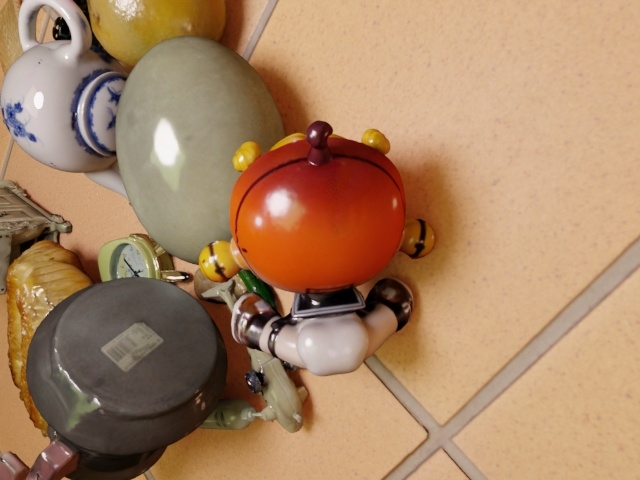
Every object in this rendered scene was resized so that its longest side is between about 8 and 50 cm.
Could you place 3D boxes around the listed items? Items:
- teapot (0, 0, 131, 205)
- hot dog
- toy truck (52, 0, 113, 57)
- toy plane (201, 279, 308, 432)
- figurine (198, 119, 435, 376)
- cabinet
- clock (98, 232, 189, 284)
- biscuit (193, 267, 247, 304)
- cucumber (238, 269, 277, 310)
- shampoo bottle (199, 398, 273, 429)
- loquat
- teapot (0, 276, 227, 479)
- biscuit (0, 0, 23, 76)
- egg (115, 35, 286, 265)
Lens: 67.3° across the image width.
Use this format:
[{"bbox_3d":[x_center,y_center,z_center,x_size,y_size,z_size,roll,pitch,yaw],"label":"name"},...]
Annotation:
[{"bbox_3d":[-0.452,-0.254,0.934,0.280,0.252,0.423,14,132,18],"label":"teapot"},{"bbox_3d":[-0.603,0.193,1.105,0.367,0.196,0.365,33,124,36],"label":"hot dog"},{"bbox_3d":[-0.450,-0.510,0.986,0.257,0.127,0.127,-49,53,27],"label":"toy truck"},{"bbox_3d":[-0.108,0.197,0.828,0.286,0.092,0.108,61,151,5],"label":"toy plane"},{"bbox_3d":[0.001,0.003,0.614,0.321,0.196,0.322,-9,111,-6],"label":"figurine"},{"bbox_3d":[-0.858,0.003,1.214,0.318,0.290,0.227,27,110,29],"label":"cabinet"},{"bbox_3d":[-0.373,0.067,1.014,0.232,0.069,0.169,-18,83,34],"label":"clock"},{"bbox_3d":[-0.194,0.086,0.920,0.147,0.018,0.071,1,93,36],"label":"biscuit"},{"bbox_3d":[-0.114,0.080,0.852,0.039,0.039,0.167,-49,65,28],"label":"cucumber"},{"bbox_3d":[-0.163,0.318,0.881,0.195,0.056,0.056,-21,82,43],"label":"shampoo bottle"},{"bbox_3d":[-0.275,-0.392,0.817,0.244,0.244,0.243,4,96,35],"label":"loquat"},{"bbox_3d":[-0.364,0.282,0.830,0.306,0.376,0.361,38,131,9],"label":"teapot"},{"bbox_3d":[-0.819,-0.513,1.295,0.160,0.030,0.249,-30,77,34],"label":"biscuit"},{"bbox_3d":[-0.179,-0.134,0.747,0.259,0.259,0.351,0,95,35],"label":"egg"}]
